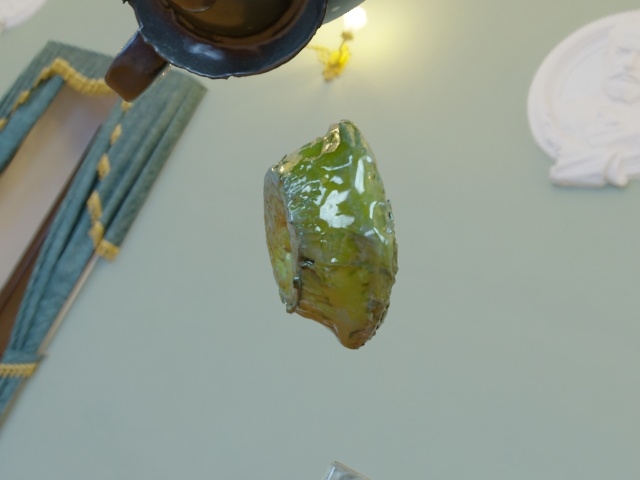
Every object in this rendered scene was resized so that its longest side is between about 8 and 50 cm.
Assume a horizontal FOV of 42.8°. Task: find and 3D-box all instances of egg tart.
[{"bbox_3d":[0.000,0.000,0.674,0.078,0.197,0.197,-6,-4,-13],"label":"egg tart"}]

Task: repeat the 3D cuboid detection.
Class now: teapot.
[{"bbox_3d":[-0.085,-0.246,0.667,0.305,0.285,0.223,-8,-58,26],"label":"teapot"}]

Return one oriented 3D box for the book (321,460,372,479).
[{"bbox_3d":[0.100,0.315,0.543,0.310,0.217,0.021,27,-27,3],"label":"book"}]
